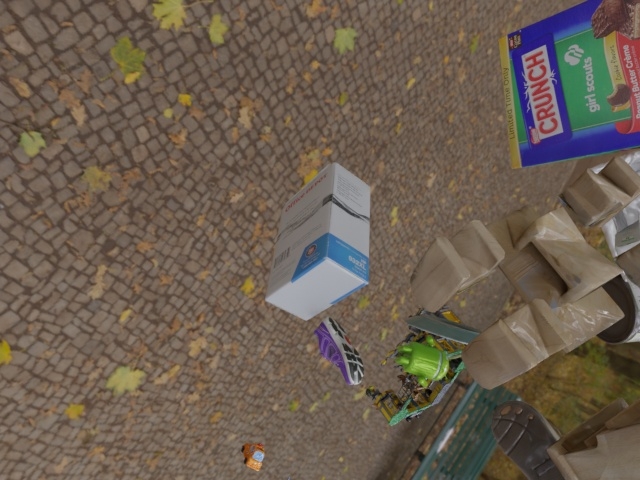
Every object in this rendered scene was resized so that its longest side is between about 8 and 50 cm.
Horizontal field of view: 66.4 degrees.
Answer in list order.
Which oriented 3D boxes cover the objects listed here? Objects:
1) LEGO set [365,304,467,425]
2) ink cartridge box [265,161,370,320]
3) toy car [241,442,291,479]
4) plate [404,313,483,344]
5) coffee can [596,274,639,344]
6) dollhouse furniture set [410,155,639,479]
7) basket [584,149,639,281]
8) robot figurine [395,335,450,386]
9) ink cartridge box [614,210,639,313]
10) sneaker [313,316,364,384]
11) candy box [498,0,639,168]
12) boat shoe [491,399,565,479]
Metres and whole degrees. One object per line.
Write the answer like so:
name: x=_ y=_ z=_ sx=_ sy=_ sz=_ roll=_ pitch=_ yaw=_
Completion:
LEGO set: x=0.239 y=0.296 z=1.267 sx=0.255 sy=0.192 sz=0.331 roll=-12 pitch=134 yaw=-31
ink cartridge box: x=0.000 y=0.000 z=1.168 sx=0.129 sy=0.307 sz=0.223 roll=31 pitch=133 yaw=-25
toy car: x=-0.099 y=0.437 z=0.957 sx=0.040 sy=0.122 sz=0.060 roll=-50 pitch=-172 yaw=3
plate: x=0.258 y=0.174 z=0.963 sx=0.188 sy=0.188 sz=0.024 roll=15 pitch=90 yaw=-54
coffee can: x=0.947 y=0.188 z=1.411 sx=0.276 sy=0.201 sz=0.201 roll=-2 pitch=122 yaw=-10
dollhouse furniture set: x=0.383 y=0.137 z=0.747 sx=0.362 sy=0.394 sz=0.256 roll=-23 pitch=156 yaw=-19
basket: x=0.935 y=-0.102 z=1.306 sx=0.266 sy=0.331 sz=0.328 roll=-19 pitch=88 yaw=-57
robot figurine: x=0.219 y=0.255 z=1.036 sx=0.067 sy=0.115 sz=0.101 roll=119 pitch=-11 yaw=-67
ink cartridge box: x=0.668 y=0.053 z=1.015 sx=0.225 sy=0.056 sz=0.181 roll=-32 pitch=99 yaw=-56
sneaker: x=0.038 y=0.252 z=1.087 sx=0.071 sy=0.170 sz=0.068 roll=-44 pitch=137 yaw=15
candy box: x=0.502 y=-0.288 z=0.883 sx=0.122 sy=0.317 sz=0.268 roll=-8 pitch=91 yaw=-38
boat shoe: x=0.439 y=0.432 z=0.866 sx=0.123 sy=0.324 sz=0.116 roll=-39 pitch=146 yaw=18
